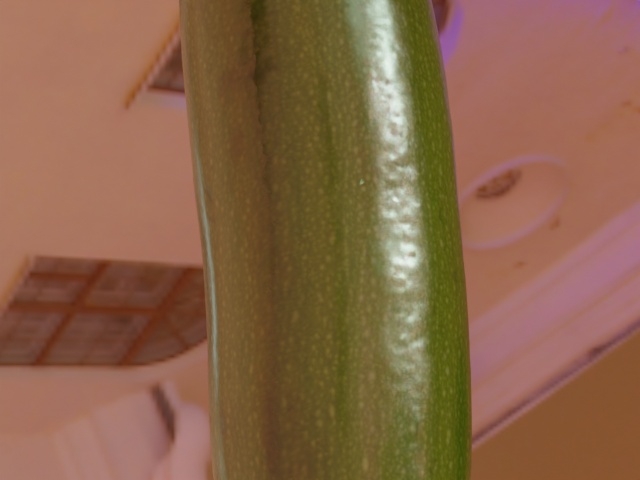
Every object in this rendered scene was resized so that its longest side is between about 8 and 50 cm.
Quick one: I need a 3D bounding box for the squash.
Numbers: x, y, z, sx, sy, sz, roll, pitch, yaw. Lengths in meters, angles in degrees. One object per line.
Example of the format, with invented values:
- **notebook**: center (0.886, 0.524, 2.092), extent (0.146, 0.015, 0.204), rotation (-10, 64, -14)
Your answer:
- **squash**: center (0.002, -0.001, 0.466), extent (0.082, 0.082, 0.292), rotation (-13, -101, 48)
